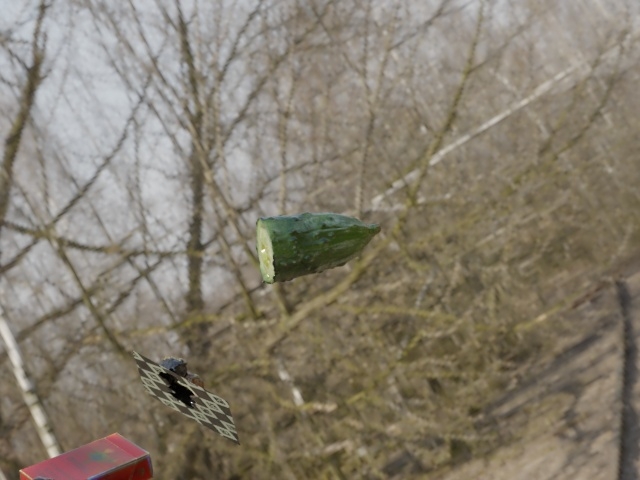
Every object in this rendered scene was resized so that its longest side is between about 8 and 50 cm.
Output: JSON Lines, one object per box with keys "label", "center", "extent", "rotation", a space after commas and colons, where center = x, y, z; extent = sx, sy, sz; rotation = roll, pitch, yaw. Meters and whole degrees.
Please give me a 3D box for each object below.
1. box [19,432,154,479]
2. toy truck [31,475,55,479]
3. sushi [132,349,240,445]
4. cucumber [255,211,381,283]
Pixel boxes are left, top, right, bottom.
{"label": "box", "center": [-0.363, 0.365, 1.686], "extent": [0.175, 0.048, 0.112], "rotation": [-17, 20, -36]}
{"label": "toy truck", "center": [-0.293, 0.421, 1.216], "extent": [0.239, 0.189, 0.265], "rotation": [120, 173, -48]}
{"label": "sushi", "center": [-0.289, 0.336, 2.431], "extent": [0.050, 0.264, 0.290], "rotation": [-58, -15, -25]}
{"label": "cucumber", "center": [0.000, 0.002, 2.051], "extent": [0.244, 0.134, 0.134], "rotation": [-11, -11, -14]}
